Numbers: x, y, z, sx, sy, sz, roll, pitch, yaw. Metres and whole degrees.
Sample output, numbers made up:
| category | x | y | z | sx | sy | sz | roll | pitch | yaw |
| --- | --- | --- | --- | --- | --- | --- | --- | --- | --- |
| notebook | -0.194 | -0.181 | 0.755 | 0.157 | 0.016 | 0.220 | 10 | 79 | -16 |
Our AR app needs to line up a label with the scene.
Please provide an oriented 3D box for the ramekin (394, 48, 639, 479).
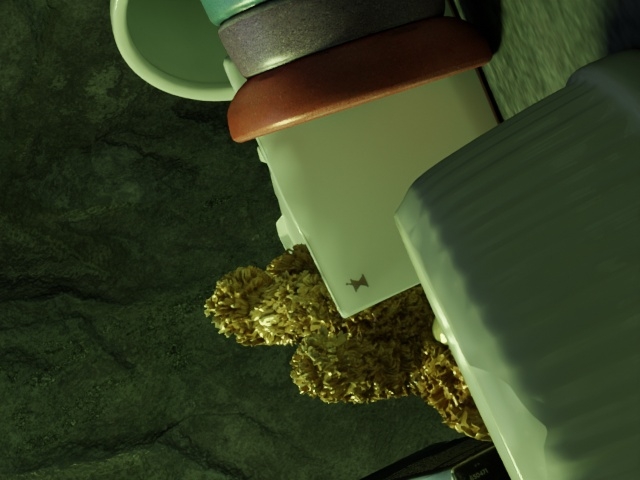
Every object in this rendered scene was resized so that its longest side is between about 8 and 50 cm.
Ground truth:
| category | x | y | z | sx | sy | sz | roll | pitch | yaw |
| --- | --- | --- | --- | --- | --- | --- | --- | --- | --- |
| ramekin | 0.111 | 0.042 | 0.393 | 0.207 | 0.109 | 0.207 | -25 | -90 | -87 |

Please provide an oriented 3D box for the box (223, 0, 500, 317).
| category | x | y | z | sx | sy | sz | roll | pitch | yaw |
| --- | --- | --- | --- | --- | --- | --- | --- | --- | --- |
| box | 0.041 | -0.104 | 0.891 | 0.345 | 0.168 | 0.215 | -99 | -16 | -77 |

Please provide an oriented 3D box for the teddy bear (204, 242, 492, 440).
| category | x | y | z | sx | sy | sz | roll | pitch | yaw |
| --- | --- | --- | --- | --- | --- | --- | --- | --- | --- |
| teddy bear | 0.053 | 0.063 | 0.908 | 0.338 | 0.245 | 0.113 | 26 | 116 | 53 |

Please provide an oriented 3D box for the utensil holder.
| category | x | y | z | sx | sy | sz | roll | pitch | yaw |
| --- | --- | --- | --- | --- | --- | --- | --- | --- | --- |
| utensil holder | -0.166 | -0.448 | 1.465 | 0.327 | 0.328 | 0.385 | 61 | -173 | -54 |

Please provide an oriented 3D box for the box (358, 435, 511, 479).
| category | x | y | z | sx | sy | sz | roll | pitch | yaw |
| --- | --- | --- | --- | --- | --- | --- | --- | --- | --- |
| box | 0.178 | 0.343 | 0.981 | 0.296 | 0.183 | 0.294 | 66 | 151 | 9 |

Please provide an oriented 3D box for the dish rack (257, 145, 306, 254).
| category | x | y | z | sx | sy | sz | roll | pitch | yaw |
| --- | --- | --- | --- | --- | --- | --- | --- | --- | --- |
| dish rack | 0.000 | 0.000 | 1.391 | 0.285 | 0.072 | 0.332 | 77 | 168 | -48 |

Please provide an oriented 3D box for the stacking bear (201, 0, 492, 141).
| category | x | y | z | sx | sy | sz | roll | pitch | yaw |
| --- | --- | --- | --- | --- | --- | --- | --- | --- | --- |
| stacking bear | -0.017 | -0.221 | 0.607 | 0.164 | 0.176 | 0.288 | -74 | -33 | -82 |
